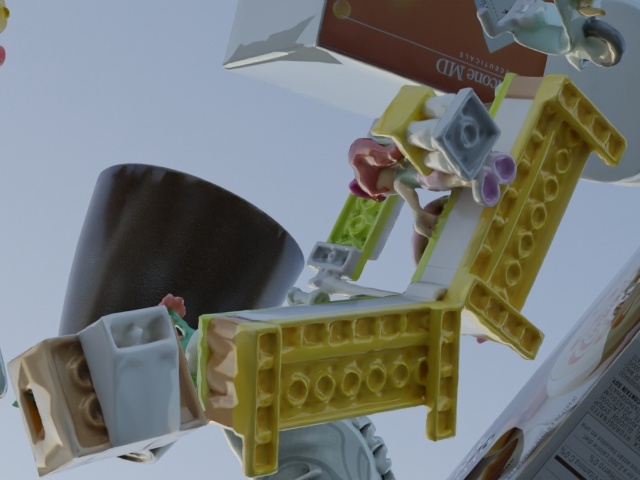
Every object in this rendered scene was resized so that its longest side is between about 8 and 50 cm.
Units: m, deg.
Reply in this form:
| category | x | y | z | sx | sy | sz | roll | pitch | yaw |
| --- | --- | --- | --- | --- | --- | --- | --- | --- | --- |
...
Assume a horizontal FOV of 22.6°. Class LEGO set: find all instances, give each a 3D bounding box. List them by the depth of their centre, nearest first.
| category | x | y | z | sx | sy | sz | roll | pitch | yaw |
| --- | --- | --- | --- | --- | --- | --- | --- | --- | --- |
| LEGO set | 0.000 | 0.000 | 0.564 | 0.107 | 0.287 | 0.132 | 9 | -45 | 47 |

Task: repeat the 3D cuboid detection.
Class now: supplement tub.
| category | x | y | z | sx | sy | sz | roll | pitch | yaw |
| --- | --- | --- | --- | --- | --- | --- | --- | --- | --- |
| supplement tub | 0.329 | -0.153 | 1.540 | 0.191 | 0.272 | 0.191 | 8 | -77 | 36 |

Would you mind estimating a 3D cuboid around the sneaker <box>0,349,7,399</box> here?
| category | x | y | z | sx | sy | sz | roll | pitch | yaw |
| --- | --- | --- | --- | --- | --- | --- | --- | --- | --- |
| sneaker | -0.297 | 0.070 | 1.263 | 0.051 | 0.070 | 0.134 | -13 | -88 | 48 |

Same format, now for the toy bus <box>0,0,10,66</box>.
| category | x | y | z | sx | sy | sz | roll | pitch | yaw |
| --- | --- | --- | --- | --- | --- | --- | --- | --- | --- |
| toy bus | -0.370 | -0.217 | 1.502 | 0.220 | 0.149 | 0.211 | -37 | -29 | 27 |

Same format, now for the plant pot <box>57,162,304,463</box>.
| category | x | y | z | sx | sy | sz | roll | pitch | yaw |
| --- | --- | --- | --- | --- | --- | --- | --- | --- | --- |
| plant pot | -0.155 | 0.083 | 1.493 | 0.215 | 0.230 | 0.215 | 19 | -23 | 8 |

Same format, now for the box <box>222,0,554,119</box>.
| category | x | y | z | sx | sy | sz | roll | pitch | yaw |
| --- | --- | --- | --- | --- | --- | --- | --- | --- | --- |
| box | 0.081 | -0.282 | 1.333 | 0.215 | 0.345 | 0.168 | 16 | -8 | -28 |

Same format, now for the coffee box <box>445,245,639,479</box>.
| category | x | y | z | sx | sy | sz | roll | pitch | yaw |
| --- | --- | --- | --- | --- | --- | --- | --- | --- | --- |
| coffee box | 0.152 | 0.108 | 0.818 | 0.098 | 0.141 | 0.246 | 40 | -91 | -1 |

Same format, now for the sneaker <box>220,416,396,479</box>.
| category | x | y | z | sx | sy | sz | roll | pitch | yaw |
| --- | --- | --- | --- | --- | --- | --- | --- | --- | --- |
| sneaker | 0.014 | 0.227 | 1.297 | 0.110 | 0.118 | 0.292 | -29 | -72 | 26 |
